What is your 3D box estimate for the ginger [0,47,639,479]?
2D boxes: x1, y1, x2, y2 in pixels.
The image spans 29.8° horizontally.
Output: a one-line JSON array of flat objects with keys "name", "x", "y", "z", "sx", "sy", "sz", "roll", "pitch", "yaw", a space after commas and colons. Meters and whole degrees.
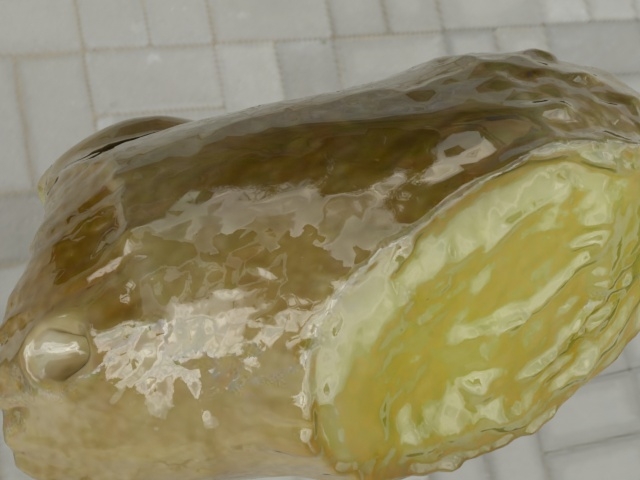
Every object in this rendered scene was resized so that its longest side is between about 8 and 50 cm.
[{"name": "ginger", "x": 0.000, "y": 0.000, "z": 0.461, "sx": 0.276, "sy": 0.221, "sz": 0.130, "roll": -24, "pitch": 119, "yaw": -31}]
